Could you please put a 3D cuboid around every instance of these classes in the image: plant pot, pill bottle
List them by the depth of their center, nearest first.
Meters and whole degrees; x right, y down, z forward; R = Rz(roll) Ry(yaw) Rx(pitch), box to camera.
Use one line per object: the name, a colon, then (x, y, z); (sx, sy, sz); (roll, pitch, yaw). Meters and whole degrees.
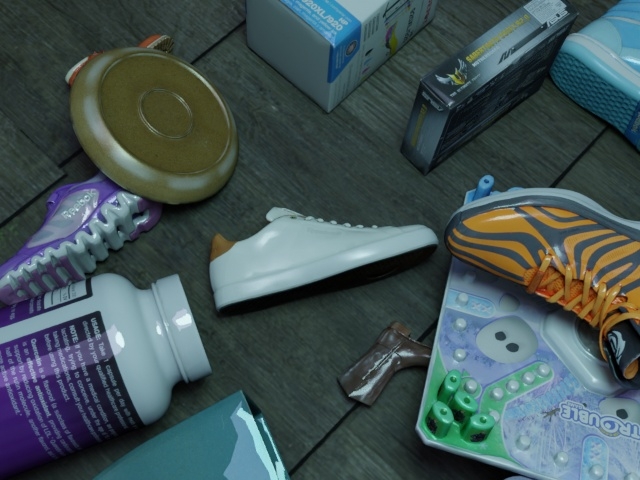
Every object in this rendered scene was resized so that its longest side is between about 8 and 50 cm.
plant pot: (-0.149, 0.294, 0.871); (0.234, 0.165, 0.165); (-23, 70, -5)
pill bottle: (-0.294, 0.149, 0.910); (0.323, 0.181, 0.181); (-19, 70, -10)
plant pot: (-0.204, -0.159, 1.057); (0.236, 0.032, 0.236); (19, 55, -29)

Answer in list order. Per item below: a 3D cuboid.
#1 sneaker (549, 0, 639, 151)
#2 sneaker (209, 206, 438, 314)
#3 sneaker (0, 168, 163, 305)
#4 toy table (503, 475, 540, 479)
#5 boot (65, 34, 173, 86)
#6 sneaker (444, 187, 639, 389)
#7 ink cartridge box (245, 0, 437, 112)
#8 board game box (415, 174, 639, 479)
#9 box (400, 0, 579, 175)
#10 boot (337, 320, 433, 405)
sneaker: (0.501, -0.224, 1.128); (0.208, 0.127, 0.319); (-43, 76, -16)
sneaker: (0.000, 0.000, 1.023); (0.290, 0.106, 0.123); (-12, 71, -6)
sneaker: (-0.318, -0.013, 1.029); (0.236, 0.095, 0.104); (-40, 70, -22)
toy table: (0.269, 0.347, 0.824); (0.274, 0.252, 0.160); (17, 89, -29)
boot: (-0.282, -0.249, 1.143); (0.158, 0.059, 0.085); (-42, 70, -16)
sneaker: (0.294, 0.054, 0.889); (0.321, 0.124, 0.180); (9, 50, -1)
ink cartridge box: (0.035, -0.337, 1.129); (0.168, 0.171, 0.233); (42, 72, 13)
board game box: (0.339, 0.112, 0.962); (0.390, 0.050, 0.389); (16, 51, 4)
box: (0.218, -0.206, 1.077); (0.231, 0.183, 0.056); (-37, 75, -15)
boot: (0.090, 0.168, 0.995); (0.106, 0.037, 0.114); (36, 67, 26)
